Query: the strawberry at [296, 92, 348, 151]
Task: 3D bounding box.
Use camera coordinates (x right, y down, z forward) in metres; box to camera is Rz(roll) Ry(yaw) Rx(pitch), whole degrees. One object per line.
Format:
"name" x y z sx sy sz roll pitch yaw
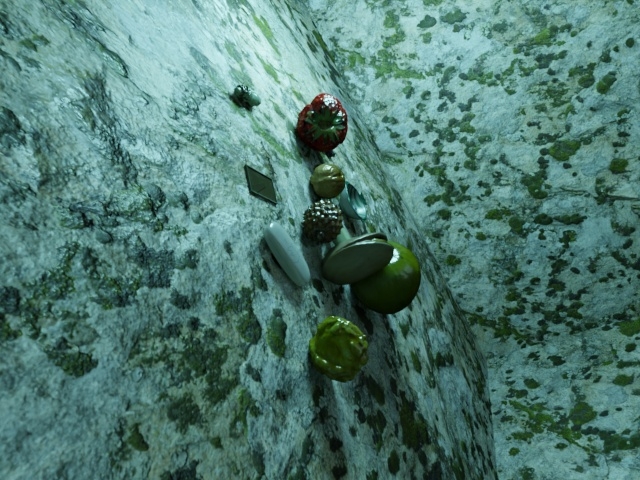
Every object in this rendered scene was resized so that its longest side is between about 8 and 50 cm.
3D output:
"strawberry" 0.010 -0.548 1.992 0.238 0.250 0.288 49 2 -18

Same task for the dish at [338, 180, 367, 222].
"dish" 0.154 -0.183 2.102 0.224 0.078 0.246 64 25 -1

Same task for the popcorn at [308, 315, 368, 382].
"popcorn" 0.061 0.333 1.290 0.156 0.198 0.197 31 40 -55

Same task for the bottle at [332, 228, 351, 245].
"bottle" 0.065 -0.040 1.736 0.072 0.072 0.201 24 32 -56

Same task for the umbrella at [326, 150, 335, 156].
"umbrella" 0.029 -0.478 2.186 0.144 0.037 0.040 36 15 -49

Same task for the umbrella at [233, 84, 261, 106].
"umbrella" -0.281 -0.550 1.607 0.143 0.062 0.067 -4 101 -65

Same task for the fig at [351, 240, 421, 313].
"fig" 0.273 0.172 1.767 0.316 0.316 0.316 46 30 -36

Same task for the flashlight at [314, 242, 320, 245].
"flashlight" 0.000 0.000 1.681 0.018 0.018 0.083 61 24 -7

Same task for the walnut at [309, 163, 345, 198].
"walnut" 0.030 -0.258 1.845 0.155 0.156 0.184 66 19 2

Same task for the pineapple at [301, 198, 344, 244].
"pineapple" 0.006 -0.061 1.592 0.166 0.166 0.193 53 26 -25

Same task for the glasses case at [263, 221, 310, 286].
"glasses case" -0.106 0.045 1.368 0.233 0.059 0.092 59 23 -14

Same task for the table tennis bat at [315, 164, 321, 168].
"table tennis bat" 0.013 -0.331 2.041 0.087 0.013 0.156 59 25 -10

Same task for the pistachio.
"pistachio" 0.131 0.060 1.586 0.166 0.288 0.197 58 -2 40

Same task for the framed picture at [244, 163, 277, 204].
"framed picture" -0.204 -0.192 1.464 0.149 0.011 0.109 24 46 -55
